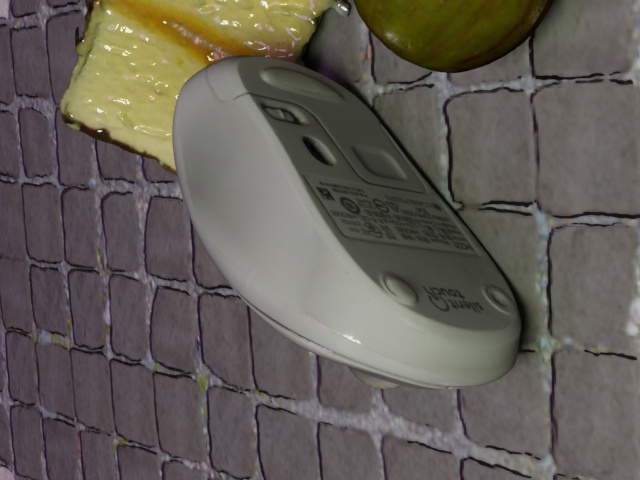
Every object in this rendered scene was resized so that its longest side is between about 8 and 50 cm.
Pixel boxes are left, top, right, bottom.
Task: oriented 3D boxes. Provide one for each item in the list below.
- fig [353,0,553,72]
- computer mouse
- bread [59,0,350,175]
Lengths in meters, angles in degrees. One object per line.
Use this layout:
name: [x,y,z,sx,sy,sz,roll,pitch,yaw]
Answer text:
fig: [0.111,-0.208,0.810,0.124,0.124,0.236,44,106,39]
computer mouse: [0.000,0.000,0.907,0.121,0.184,0.297,-49,58,25]
bread: [-0.094,-0.173,1.069,0.142,0.178,0.266,-92,24,-51]
